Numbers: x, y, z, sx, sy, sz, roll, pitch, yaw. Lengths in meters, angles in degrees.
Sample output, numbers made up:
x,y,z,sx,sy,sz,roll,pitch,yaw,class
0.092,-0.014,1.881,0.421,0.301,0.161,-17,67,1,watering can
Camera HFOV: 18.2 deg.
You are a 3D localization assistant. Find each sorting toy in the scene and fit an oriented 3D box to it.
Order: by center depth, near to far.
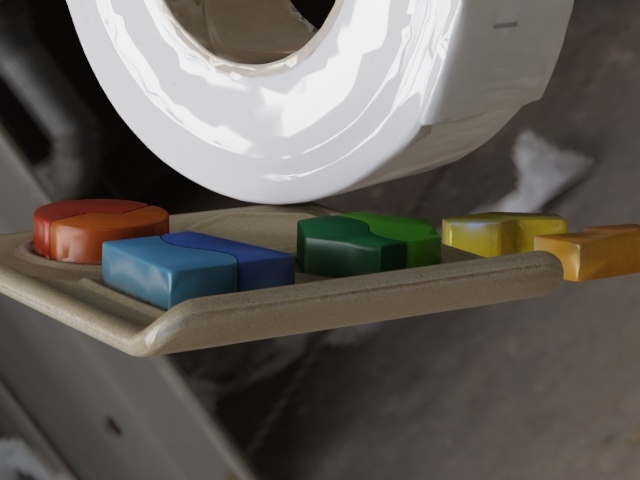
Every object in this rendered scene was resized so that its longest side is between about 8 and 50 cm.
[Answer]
x,y,z,sx,sy,sz,roll,pitch,yaw,class
0.000,0.000,0.930,0.307,0.041,0.229,-7,11,-34,sorting toy

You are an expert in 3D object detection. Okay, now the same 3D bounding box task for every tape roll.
x,y,z,sx,sy,sz,roll,pitch,yaw,class
-0.008,-0.163,1.020,0.286,0.286,0.100,-22,-5,42,tape roll
